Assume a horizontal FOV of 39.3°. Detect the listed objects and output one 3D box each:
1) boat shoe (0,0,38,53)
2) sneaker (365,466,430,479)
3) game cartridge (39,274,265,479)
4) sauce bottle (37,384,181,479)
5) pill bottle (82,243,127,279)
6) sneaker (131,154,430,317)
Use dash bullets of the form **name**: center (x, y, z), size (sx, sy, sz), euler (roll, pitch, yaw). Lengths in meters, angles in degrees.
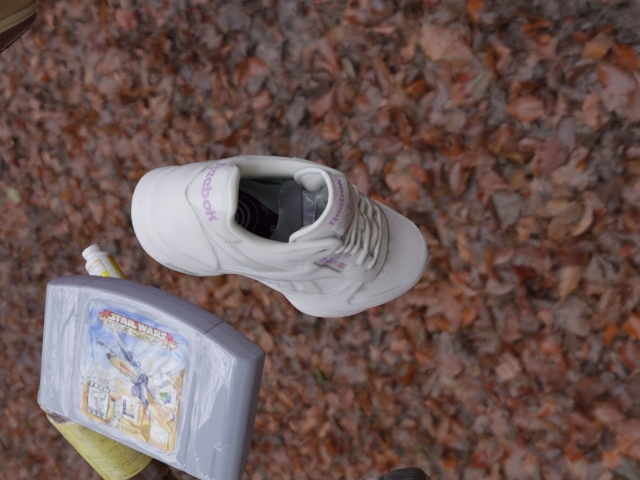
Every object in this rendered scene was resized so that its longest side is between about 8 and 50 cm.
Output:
- **boat shoe**: center (-0.441, -0.165, 0.921), size (0.123, 0.342, 0.123), euler (39, 151, 24)
- **sneaker**: center (-0.010, 0.190, 0.432), size (0.384, 0.147, 0.145), euler (55, -159, -65)
- **game cartridge**: center (-0.212, 0.154, 1.078), size (0.297, 0.062, 0.198), euler (17, 115, 22)
- **sauce bottle**: center (-0.306, 0.320, 1.387), size (0.111, 0.111, 0.344), euler (21, 147, 43)
- **pill bottle**: center (-0.328, 0.047, 1.363), size (0.083, 0.043, 0.043), euler (55, 145, 13)
- **sneaker**: center (0.000, 0.000, 0.765), size (0.152, 0.305, 0.114), euler (-12, 73, 48)
